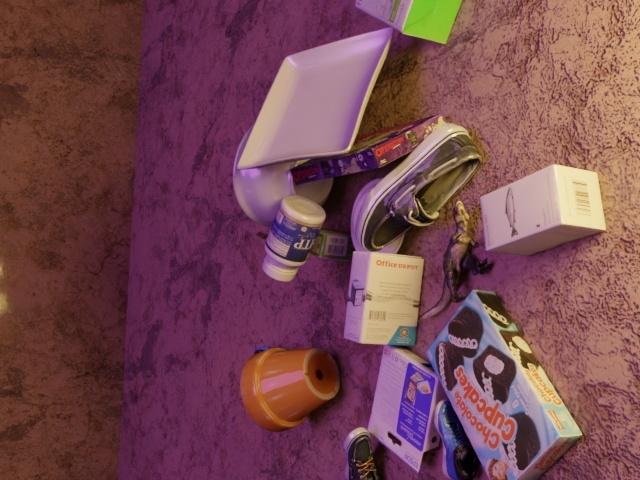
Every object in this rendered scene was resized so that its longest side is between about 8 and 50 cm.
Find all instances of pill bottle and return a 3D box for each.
[{"bbox_3d":[-0.069,-0.002,1.855,0.112,0.112,0.187,56,131,48],"label":"pill bottle"}]

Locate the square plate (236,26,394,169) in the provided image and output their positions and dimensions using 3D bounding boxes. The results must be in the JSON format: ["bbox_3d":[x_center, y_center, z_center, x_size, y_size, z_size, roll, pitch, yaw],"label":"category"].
[{"bbox_3d":[-0.007,-0.308,1.776,0.347,0.049,0.344,-3,56,42],"label":"square plate"}]

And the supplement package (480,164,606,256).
[{"bbox_3d":[0.373,-0.047,1.333,0.179,0.105,0.105,-28,62,55],"label":"supplement package"}]

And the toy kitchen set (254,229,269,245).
[{"bbox_3d":[-0.130,-0.025,2.230,0.075,0.083,0.068,-66,-7,28],"label":"toy kitchen set"}]

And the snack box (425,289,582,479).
[{"bbox_3d":[0.317,0.270,1.415,0.187,0.060,0.322,-61,37,34],"label":"snack box"}]

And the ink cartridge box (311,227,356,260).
[{"bbox_3d":[0.000,0.000,1.957,0.209,0.109,0.062,19,101,60],"label":"ink cartridge box"}]

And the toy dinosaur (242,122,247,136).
[{"bbox_3d":[-0.219,-0.273,2.456,0.092,0.053,0.183,-44,54,27],"label":"toy dinosaur"}]

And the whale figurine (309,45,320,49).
[{"bbox_3d":[-0.007,-0.419,2.047,0.216,0.141,0.272,-40,23,14],"label":"whale figurine"}]

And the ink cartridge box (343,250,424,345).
[{"bbox_3d":[0.135,0.123,1.673,0.082,0.139,0.191,3,87,62],"label":"ink cartridge box"}]

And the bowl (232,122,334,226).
[{"bbox_3d":[-0.060,-0.166,1.942,0.134,0.297,0.298,16,99,44],"label":"bowl"}]

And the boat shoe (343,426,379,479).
[{"bbox_3d":[0.097,0.492,1.719,0.083,0.065,0.183,49,151,44],"label":"boat shoe"}]

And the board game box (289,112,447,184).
[{"bbox_3d":[0.099,-0.198,1.739,0.347,0.208,0.056,-5,107,59],"label":"board game box"}]

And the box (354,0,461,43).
[{"bbox_3d":[0.208,-0.590,1.694,0.231,0.126,0.262,49,126,52],"label":"box"}]

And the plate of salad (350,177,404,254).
[{"bbox_3d":[0.137,-0.042,1.790,0.200,0.048,0.200,-9,79,55],"label":"plate of salad"}]

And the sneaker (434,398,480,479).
[{"bbox_3d":[0.263,0.378,1.486,0.084,0.058,0.152,160,108,-63],"label":"sneaker"}]

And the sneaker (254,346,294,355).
[{"bbox_3d":[-0.130,0.333,2.158,0.188,0.067,0.078,-6,73,56],"label":"sneaker"}]

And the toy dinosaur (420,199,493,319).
[{"bbox_3d":[0.269,0.060,1.542,0.118,0.064,0.268,-131,52,-60],"label":"toy dinosaur"}]

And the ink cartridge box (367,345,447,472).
[{"bbox_3d":[0.182,0.345,1.645,0.206,0.045,0.208,26,107,59],"label":"ink cartridge box"}]

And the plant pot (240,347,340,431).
[{"bbox_3d":[-0.061,0.349,1.933,0.188,0.205,0.205,-27,60,38],"label":"plant pot"}]

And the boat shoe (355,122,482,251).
[{"bbox_3d":[0.192,-0.086,1.603,0.335,0.121,0.119,-53,43,26],"label":"boat shoe"}]
